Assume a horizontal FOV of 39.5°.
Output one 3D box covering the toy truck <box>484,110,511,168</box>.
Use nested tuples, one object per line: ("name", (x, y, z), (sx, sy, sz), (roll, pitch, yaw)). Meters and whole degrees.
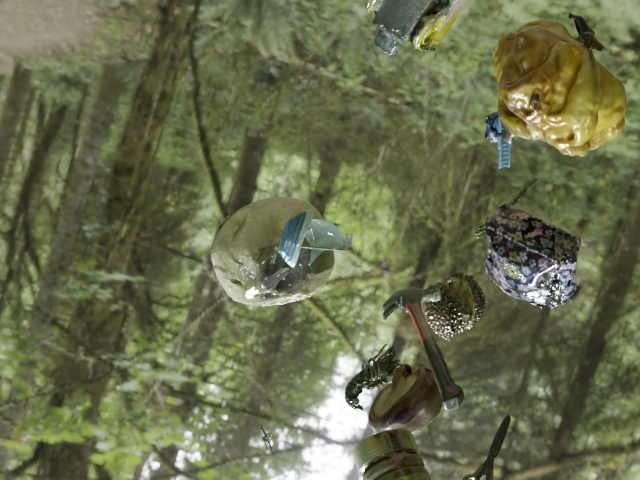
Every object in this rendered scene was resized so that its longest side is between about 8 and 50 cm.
("toy truck", (0.450, -0.254, 2.233), (0.063, 0.136, 0.074), (-11, -151, -9))

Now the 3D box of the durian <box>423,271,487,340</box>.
("durian", (0.375, 0.189, 2.501), (0.196, 0.196, 0.167), (14, -150, -36))

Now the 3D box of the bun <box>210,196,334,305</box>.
("bun", (-0.095, 0.041, 1.891), (0.272, 0.273, 0.168), (15, -151, -30))

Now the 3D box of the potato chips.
("potato chips", (0.426, -0.072, 2.071), (0.028, 0.207, 0.092), (42, 158, 12))

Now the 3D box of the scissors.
("scissors", (0.422, 0.531, 2.193), (0.088, 0.220, 0.017), (27, 166, 1))

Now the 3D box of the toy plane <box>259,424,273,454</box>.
("toy plane", (-0.124, 0.459, 2.073), (0.024, 0.078, 0.084), (-24, 180, -1))

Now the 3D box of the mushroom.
("mushroom", (0.224, 0.426, 2.293), (0.138, 0.194, 0.231), (30, 152, -13))

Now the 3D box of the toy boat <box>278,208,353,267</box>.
("toy boat", (-0.004, -0.009, 1.553), (0.149, 0.105, 0.034), (-14, -149, -21))

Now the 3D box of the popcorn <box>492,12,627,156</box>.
("popcorn", (0.453, -0.296, 1.752), (0.297, 0.281, 0.315), (51, -151, 19))

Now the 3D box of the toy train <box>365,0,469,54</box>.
("toy train", (0.188, -0.427, 1.486), (0.134, 0.261, 0.177), (41, -158, 12))

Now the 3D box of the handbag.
("handbag", (0.440, 0.044, 1.898), (0.228, 0.127, 0.208), (29, 146, 33))

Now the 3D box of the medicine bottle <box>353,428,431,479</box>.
("medicine bottle", (0.195, 0.605, 2.027), (0.151, 0.151, 0.323), (14, -138, -39))

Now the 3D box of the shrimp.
("shrimp", (0.097, 0.270, 1.795), (0.076, 0.082, 0.174), (15, -142, 36))

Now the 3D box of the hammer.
("hammer", (0.178, 0.168, 1.457), (0.111, 0.033, 0.288), (-10, -147, -6))
